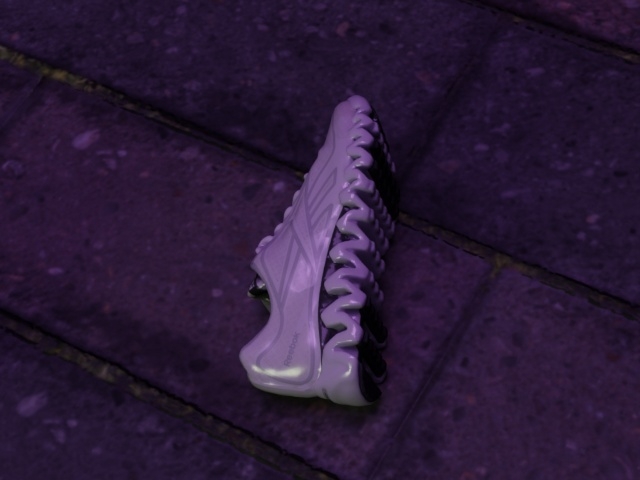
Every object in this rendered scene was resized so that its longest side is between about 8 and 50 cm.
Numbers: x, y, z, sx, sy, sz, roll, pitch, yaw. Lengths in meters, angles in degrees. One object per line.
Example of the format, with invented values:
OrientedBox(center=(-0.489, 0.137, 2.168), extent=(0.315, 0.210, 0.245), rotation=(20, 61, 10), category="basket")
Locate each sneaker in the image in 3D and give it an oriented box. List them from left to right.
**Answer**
OrientedBox(center=(0.000, 0.000, 1.203), extent=(0.118, 0.110, 0.292), rotation=(-3, 56, 18), category="sneaker")
